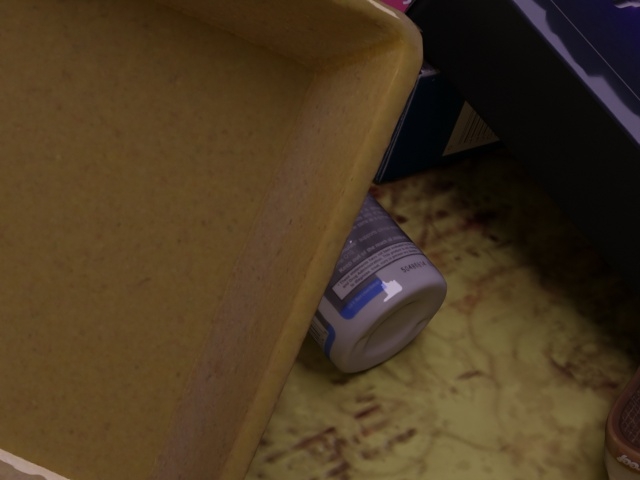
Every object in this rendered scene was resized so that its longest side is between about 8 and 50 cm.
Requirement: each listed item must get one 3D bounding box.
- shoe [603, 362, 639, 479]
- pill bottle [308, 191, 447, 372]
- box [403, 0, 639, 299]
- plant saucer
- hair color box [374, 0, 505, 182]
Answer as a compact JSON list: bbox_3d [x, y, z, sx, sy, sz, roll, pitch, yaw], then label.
[{"bbox_3d":[0.220,0.078,1.018,0.077,0.058,0.219,22,43,28],"label":"shoe"},{"bbox_3d":[0.000,0.000,0.992,0.078,0.078,0.137,-26,64,-32],"label":"pill bottle"},{"bbox_3d":[0.202,-0.090,0.993,0.184,0.103,0.261,-37,82,-25],"label":"box"},{"bbox_3d":[-0.160,-0.017,0.856,0.333,0.332,0.081,24,12,1],"label":"plant saucer"},{"bbox_3d":[0.038,-0.214,1.156,0.174,0.105,0.347,-16,59,-27],"label":"hair color box"}]
